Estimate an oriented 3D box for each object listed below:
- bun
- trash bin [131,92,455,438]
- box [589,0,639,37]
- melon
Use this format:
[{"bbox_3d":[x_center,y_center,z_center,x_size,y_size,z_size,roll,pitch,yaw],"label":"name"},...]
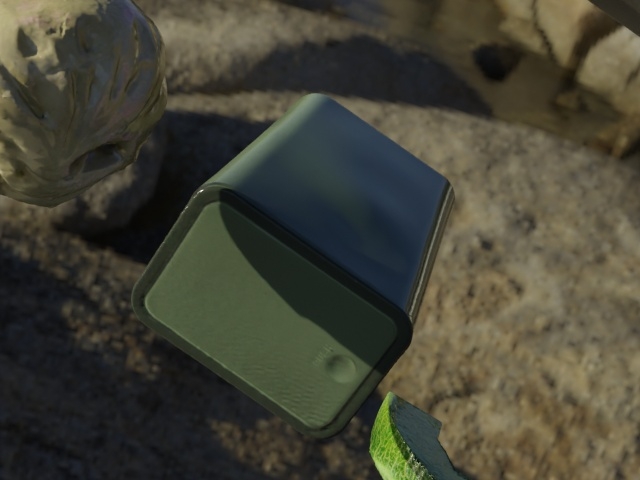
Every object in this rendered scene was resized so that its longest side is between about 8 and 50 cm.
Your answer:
[{"bbox_3d":[-0.196,-0.096,1.067,0.178,0.193,0.128,-19,53,-39],"label":"bun"},{"bbox_3d":[0.000,0.000,1.389,0.223,0.158,0.343,35,28,0],"label":"trash bin"},{"bbox_3d":[0.085,-0.165,0.625,0.244,0.055,0.103,33,4,-10],"label":"box"},{"bbox_3d":[0.115,0.232,1.386,0.118,0.064,0.209,17,26,-37],"label":"melon"}]
